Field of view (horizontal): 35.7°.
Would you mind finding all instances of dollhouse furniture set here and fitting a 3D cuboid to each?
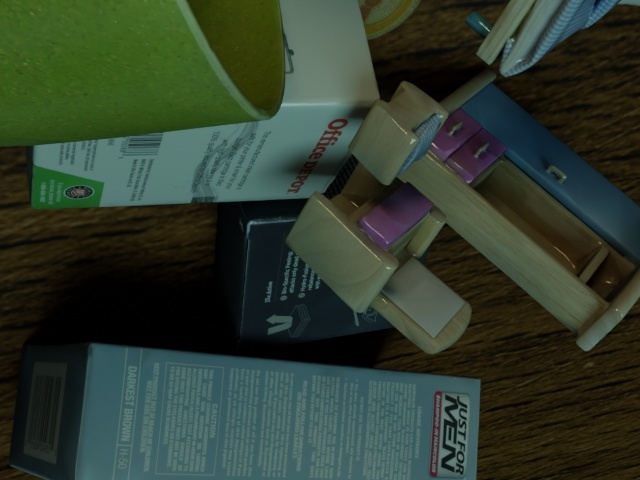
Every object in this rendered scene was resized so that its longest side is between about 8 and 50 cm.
[{"bbox_3d":[0.182,-0.089,0.618,0.286,0.198,0.303,-39,166,-46],"label":"dollhouse furniture set"}]

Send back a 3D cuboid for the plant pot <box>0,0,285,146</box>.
[{"bbox_3d":[-0.195,-0.153,0.448,0.293,0.275,0.275,-13,140,10],"label":"plant pot"}]

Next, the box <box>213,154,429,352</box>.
[{"bbox_3d":[0.000,0.000,0.814,0.158,0.093,0.156,-8,138,-17],"label":"box"}]

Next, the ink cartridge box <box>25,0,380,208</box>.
[{"bbox_3d":[-0.084,-0.089,0.650,0.208,0.087,0.153,-3,160,-19],"label":"ink cartridge box"}]

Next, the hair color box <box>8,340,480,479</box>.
[{"bbox_3d":[-0.060,0.160,0.882,0.374,0.114,0.185,10,170,-31],"label":"hair color box"}]

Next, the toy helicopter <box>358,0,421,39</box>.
[{"bbox_3d":[0.059,-0.258,0.571,0.234,0.140,0.355,-18,150,-18],"label":"toy helicopter"}]
